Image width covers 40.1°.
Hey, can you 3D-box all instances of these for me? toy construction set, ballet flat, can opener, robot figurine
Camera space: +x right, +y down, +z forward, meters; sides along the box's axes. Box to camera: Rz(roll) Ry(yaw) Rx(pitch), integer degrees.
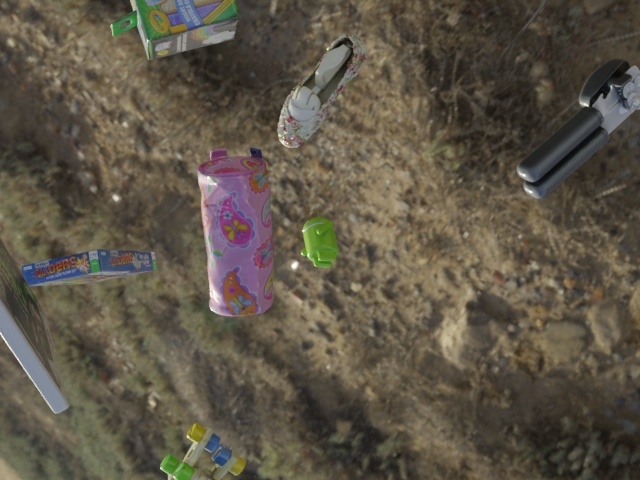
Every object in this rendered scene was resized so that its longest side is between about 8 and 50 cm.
[{"bbox_3d":[-0.240,0.474,1.411,0.151,0.328,0.215,23,-176,-15],"label":"toy construction set"},{"bbox_3d":[-0.006,-0.281,1.595,0.091,0.241,0.077,34,177,16],"label":"ballet flat"},{"bbox_3d":[0.417,-0.178,1.402,0.093,0.280,0.074,28,158,52],"label":"can opener"},{"bbox_3d":[0.000,0.000,1.845,0.067,0.115,0.101,2,147,-23],"label":"robot figurine"}]

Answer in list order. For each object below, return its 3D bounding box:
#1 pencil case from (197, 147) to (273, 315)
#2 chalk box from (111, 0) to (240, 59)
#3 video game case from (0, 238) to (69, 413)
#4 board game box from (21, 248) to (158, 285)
[{"bbox_3d":[-0.145,-0.011,1.516,0.124,0.124,0.284,10,116,30],"label":"pencil case"},{"bbox_3d":[-0.264,-0.405,1.532,0.132,0.213,0.132,160,94,-79],"label":"chalk box"},{"bbox_3d":[-0.344,0.078,0.998,0.173,0.022,0.190,55,166,46],"label":"video game case"},{"bbox_3d":[-0.369,0.045,1.425,0.136,0.201,0.035,-11,86,13],"label":"board game box"}]
